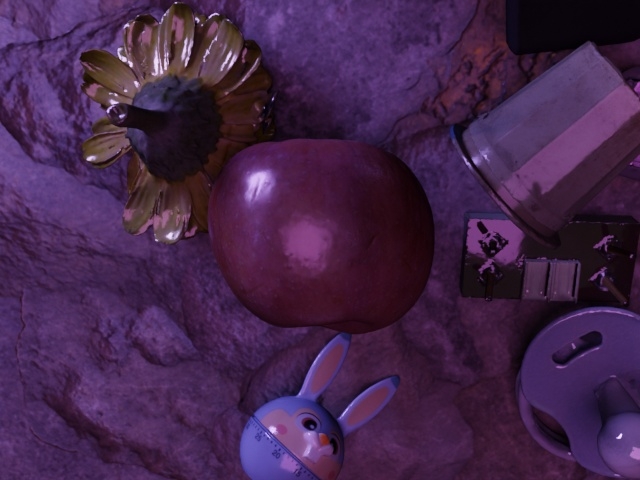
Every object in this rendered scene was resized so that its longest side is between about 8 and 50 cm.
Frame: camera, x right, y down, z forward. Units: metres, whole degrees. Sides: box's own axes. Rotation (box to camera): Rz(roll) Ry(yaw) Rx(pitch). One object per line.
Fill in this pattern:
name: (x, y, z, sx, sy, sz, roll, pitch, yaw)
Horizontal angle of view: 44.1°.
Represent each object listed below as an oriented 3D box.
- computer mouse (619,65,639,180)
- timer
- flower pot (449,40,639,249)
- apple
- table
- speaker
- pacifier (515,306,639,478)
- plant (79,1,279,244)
computer mouse: (0.523, -0.139, 1.060, 0.310, 0.072, 0.158, 11, 106, 1)
timer: (-0.007, 0.282, 1.178, 0.255, 0.175, 0.175, -43, 100, 13)
flower pot: (0.306, -0.126, 0.994, 0.202, 0.212, 0.212, -40, 101, 20)
apple: (0.000, 0.000, 1.020, 0.305, 0.306, 0.235, 1, 81, 3)
table: (0.324, 0.034, 1.105, 0.240, 0.111, 0.121, 1, 108, 3)
speaker: (0.301, -0.439, 0.941, 0.180, 0.184, 0.388, -5, 126, 6)
pacifier: (0.408, 0.248, 1.103, 0.244, 0.233, 0.299, -37, 100, 16)
plant: (-0.171, -0.163, 1.039, 0.261, 0.297, 0.306, -17, 90, -23)
